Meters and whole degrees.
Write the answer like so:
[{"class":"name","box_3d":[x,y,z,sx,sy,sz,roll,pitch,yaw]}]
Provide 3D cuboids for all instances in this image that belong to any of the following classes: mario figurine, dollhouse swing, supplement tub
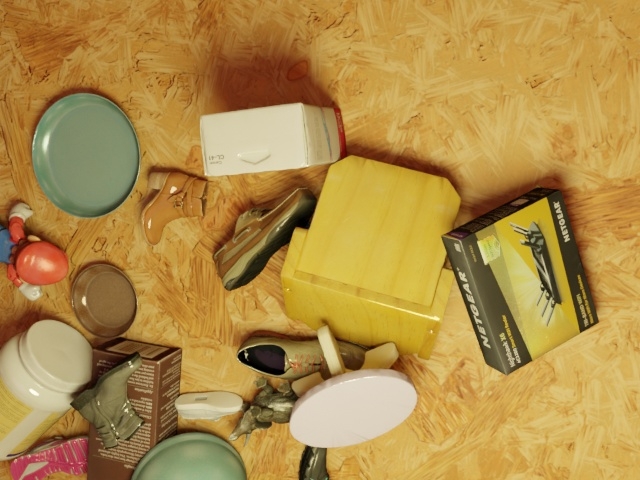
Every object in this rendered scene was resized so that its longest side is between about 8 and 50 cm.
[{"class":"mario figurine","box_3d":[-0.787,0.030,1.777,0.321,0.170,0.198,22,139,23]},{"class":"dollhouse swing","box_3d":[0.126,0.038,1.502,0.347,0.315,0.304,15,61,10]},{"class":"supplement tub","box_3d":[-0.766,0.385,1.729,0.331,0.241,0.241,-42,85,16]}]

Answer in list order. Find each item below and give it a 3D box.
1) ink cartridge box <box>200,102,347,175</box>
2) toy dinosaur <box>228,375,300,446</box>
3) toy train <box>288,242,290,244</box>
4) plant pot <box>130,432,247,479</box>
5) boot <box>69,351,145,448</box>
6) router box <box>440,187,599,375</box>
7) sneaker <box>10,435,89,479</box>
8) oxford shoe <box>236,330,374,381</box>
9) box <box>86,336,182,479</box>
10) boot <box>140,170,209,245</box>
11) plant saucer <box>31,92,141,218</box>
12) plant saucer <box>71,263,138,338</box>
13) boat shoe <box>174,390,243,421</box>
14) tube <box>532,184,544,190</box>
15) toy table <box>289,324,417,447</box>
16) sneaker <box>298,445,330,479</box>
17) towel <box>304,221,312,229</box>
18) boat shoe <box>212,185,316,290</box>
[{"class":"ink cartridge box","box_3d":[-0.089,-0.214,1.430,0.226,0.306,0.131,-4,96,16]},{"class":"toy dinosaur","box_3d":[-0.081,0.400,1.605,0.314,0.160,0.120,-11,60,5]},{"class":"toy train","box_3d":[-0.084,-0.028,1.602,0.024,0.017,0.083,-15,92,27]},{"class":"plant pot","box_3d":[-0.300,0.635,1.585,0.293,0.196,0.292,-3,100,-18]},{"class":"boot","box_3d":[-0.472,0.385,1.599,0.246,0.083,0.161,-40,92,22]},{"class":"router box","box_3d":[0.409,0.080,1.351,0.243,0.081,0.308,-26,105,-13]},{"class":"sneaker","box_3d":[-0.698,0.577,1.808,0.253,0.111,0.102,-9,98,-6]},{"class":"oxford shoe","box_3d":[-0.030,0.291,1.564,0.349,0.130,0.122,2,95,13]},{"class":"box","box_3d":[-0.475,0.457,1.711,0.191,0.143,0.381,8,97,14]},{"class":"boot","box_3d":[-0.357,-0.071,1.648,0.153,0.073,0.197,10,102,10]},{"class":"plant saucer","box_3d":[-0.593,-0.216,1.710,0.318,0.044,0.317,2,98,16]},{"class":"plant saucer","box_3d":[-0.559,0.157,1.749,0.199,0.036,0.198,2,97,16]},{"class":"boat shoe","box_3d":[-0.280,0.429,1.693,0.184,0.066,0.063,-6,116,10]},{"class":"tube","box_3d":[0.417,-0.010,1.444,0.240,0.062,0.070,-56,50,17]},{"class":"toy table","box_3d":[0.063,0.321,1.443,0.275,0.160,0.252,-13,119,3]},{"class":"sneaker","box_3d":[-0.007,0.612,1.632,0.106,0.101,0.267,9,99,-8]},{"class":"towel","box_3d":[0.000,0.000,1.575,0.120,0.029,0.067,22,103,12]},{"class":"boat shoe","box_3d":[-0.148,-0.018,1.559,0.324,0.123,0.120,-45,74,23]}]
